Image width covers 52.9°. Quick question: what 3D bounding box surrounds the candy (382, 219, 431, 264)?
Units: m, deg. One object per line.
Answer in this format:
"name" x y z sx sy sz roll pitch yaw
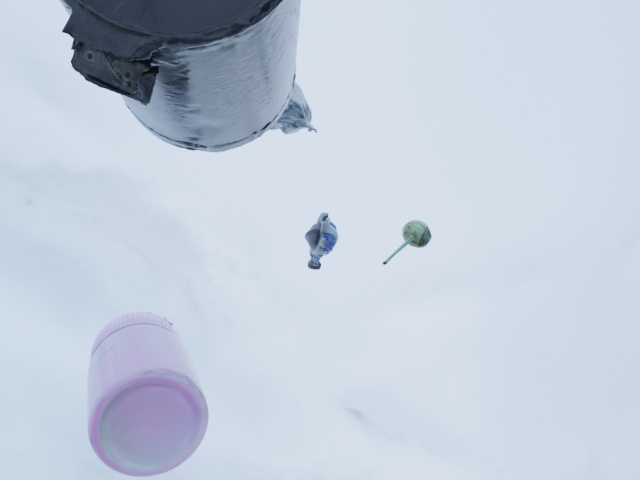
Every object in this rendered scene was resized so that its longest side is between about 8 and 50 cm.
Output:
"candy" 0.166 0.010 1.265 0.202 0.061 0.061 -36 106 -56

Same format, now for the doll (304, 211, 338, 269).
"doll" 0.000 0.000 1.363 0.070 0.195 0.096 8 65 -5

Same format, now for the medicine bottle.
"medicine bottle" -0.296 0.242 1.074 0.178 0.290 0.178 -4 103 -19

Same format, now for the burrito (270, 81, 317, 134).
"burrito" -0.146 -0.339 1.331 0.101 0.139 0.445 0 43 -49

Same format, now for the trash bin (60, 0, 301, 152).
"trash bin" -0.117 -0.215 0.587 0.203 0.301 0.252 20 84 -2
